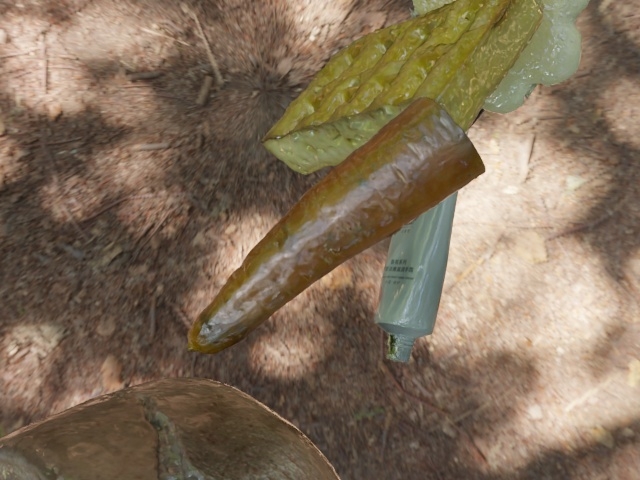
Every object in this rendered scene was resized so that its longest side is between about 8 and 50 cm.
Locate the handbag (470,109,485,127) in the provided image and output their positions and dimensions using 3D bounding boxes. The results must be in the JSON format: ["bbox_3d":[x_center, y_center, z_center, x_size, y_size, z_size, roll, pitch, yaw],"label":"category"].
[{"bbox_3d":[0.174,-0.198,1.161,0.088,0.254,0.211,35,116,-8],"label":"handbag"}]

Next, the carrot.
[{"bbox_3d":[0.000,0.000,0.586,0.209,0.061,0.061,-39,99,2],"label":"carrot"}]

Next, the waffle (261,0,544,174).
[{"bbox_3d":[0.072,-0.146,0.894,0.057,0.274,0.168,48,62,-21],"label":"waffle"}]

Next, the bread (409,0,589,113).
[{"bbox_3d":[0.174,-0.263,0.981,0.182,0.039,0.251,-29,90,39],"label":"bread"}]

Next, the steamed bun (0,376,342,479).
[{"bbox_3d":[-0.083,0.217,0.646,0.301,0.251,0.199,53,135,21],"label":"steamed bun"}]

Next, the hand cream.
[{"bbox_3d":[0.131,-0.006,1.288,0.078,0.124,0.341,15,80,-29],"label":"hand cream"}]
